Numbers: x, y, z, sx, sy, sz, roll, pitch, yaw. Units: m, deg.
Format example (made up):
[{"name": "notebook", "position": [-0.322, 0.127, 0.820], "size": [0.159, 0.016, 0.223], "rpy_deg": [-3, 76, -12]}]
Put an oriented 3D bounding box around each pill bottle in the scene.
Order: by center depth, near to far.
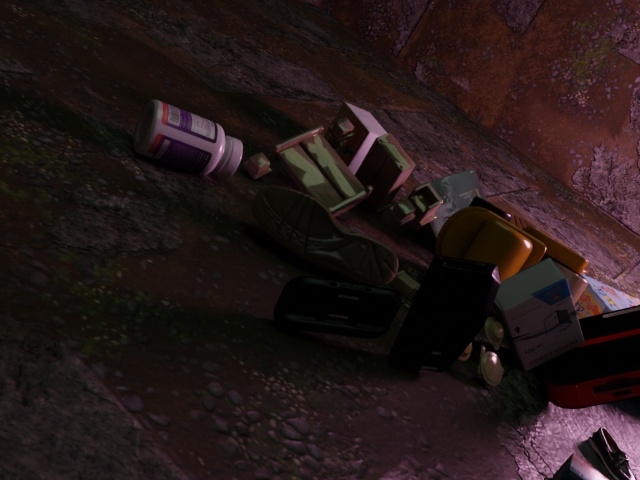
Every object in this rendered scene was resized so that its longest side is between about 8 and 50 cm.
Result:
[{"name": "pill bottle", "position": [-0.252, -0.189, 1.538], "size": [0.193, 0.108, 0.108], "rpy_deg": [19, 26, -30]}]

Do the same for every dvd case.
[{"name": "dvd case", "position": [0.332, -0.049, 1.879], "size": [0.164, 0.018, 0.221], "rpy_deg": [-18, 80, -18]}]

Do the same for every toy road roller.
[{"name": "toy road roller", "position": [0.396, 0.059, 1.679], "size": [0.329, 0.203, 0.240], "rpy_deg": [32, 7, 6]}]

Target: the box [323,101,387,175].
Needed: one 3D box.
[{"name": "box", "position": [0.096, -0.262, 2.107], "size": [0.091, 0.130, 0.170], "rpy_deg": [17, 27, -35]}]

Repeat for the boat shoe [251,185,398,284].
[{"name": "boat shoe", "position": [0.000, 0.000, 1.509], "size": [0.302, 0.109, 0.098], "rpy_deg": [27, -17, -10]}]

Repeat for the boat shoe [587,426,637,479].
[{"name": "boat shoe", "position": [0.538, 0.395, 1.452], "size": [0.046, 0.038, 0.125], "rpy_deg": [19, 26, -29]}]

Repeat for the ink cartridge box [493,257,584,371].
[{"name": "ink cartridge box", "position": [0.428, 0.149, 1.579], "size": [0.191, 0.139, 0.082], "rpy_deg": [61, 2, -35]}]

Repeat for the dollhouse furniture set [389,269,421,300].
[{"name": "dollhouse furniture set", "position": [0.213, 0.109, 1.534], "size": [0.182, 0.101, 0.161], "rpy_deg": [39, 23, 16]}]

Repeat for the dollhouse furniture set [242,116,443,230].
[{"name": "dollhouse furniture set", "position": [0.038, -0.088, 1.799], "size": [0.355, 0.174, 0.303], "rpy_deg": [-27, 71, -31]}]

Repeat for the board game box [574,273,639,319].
[{"name": "board game box", "position": [0.704, 0.213, 1.904], "size": [0.275, 0.142, 0.144], "rpy_deg": [22, 25, -23]}]

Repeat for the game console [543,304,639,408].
[{"name": "game console", "position": [0.639, 0.212, 1.600], "size": [0.342, 0.386, 0.060], "rpy_deg": [-46, 119, -70]}]

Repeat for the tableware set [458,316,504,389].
[{"name": "tableware set", "position": [0.292, 0.181, 1.471], "size": [0.168, 0.020, 0.141], "rpy_deg": [41, 52, -26]}]

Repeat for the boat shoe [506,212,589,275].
[{"name": "boat shoe", "position": [0.558, 0.038, 2.121], "size": [0.341, 0.110, 0.122], "rpy_deg": [27, 34, -20]}]

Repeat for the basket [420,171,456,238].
[{"name": "basket", "position": [0.363, -0.036, 1.972], "size": [0.227, 0.154, 0.204], "rpy_deg": [39, 39, 6]}]

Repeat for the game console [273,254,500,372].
[{"name": "game console", "position": [0.108, 0.108, 1.285], "size": [0.361, 0.213, 0.044], "rpy_deg": [10, 30, -21]}]

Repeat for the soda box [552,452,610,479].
[{"name": "soda box", "position": [0.456, 0.424, 1.260], "size": [0.183, 0.058, 0.063], "rpy_deg": [36, 23, 12]}]
